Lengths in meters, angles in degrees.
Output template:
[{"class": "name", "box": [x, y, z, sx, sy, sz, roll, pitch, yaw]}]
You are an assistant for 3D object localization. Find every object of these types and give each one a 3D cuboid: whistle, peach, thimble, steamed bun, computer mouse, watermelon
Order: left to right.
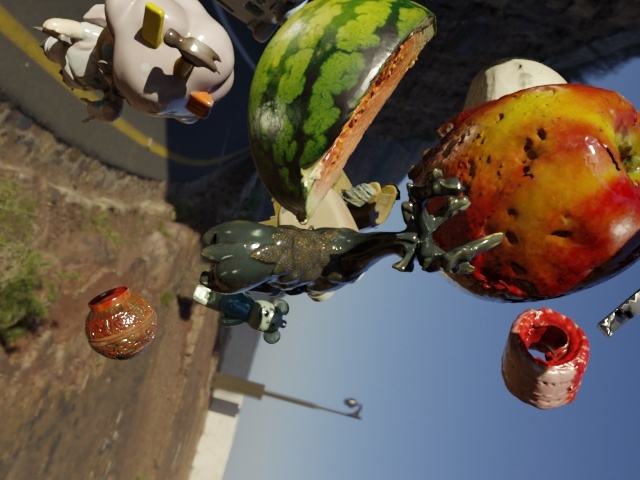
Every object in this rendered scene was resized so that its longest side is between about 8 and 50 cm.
[{"class": "whistle", "box": [-0.189, 0.162, 1.535, 0.077, 0.235, 0.114, 138, -27, -68]}, {"class": "computer mouse", "box": [0.000, 0.000, 1.174, 0.082, 0.145, 0.237, 47, 14, -48]}, {"class": "watermelon", "box": [0.038, -0.179, 0.690, 0.128, 0.159, 0.304, 4, -124, 55]}, {"class": "steamed bun", "box": [0.424, -0.198, 1.373, 0.374, 0.241, 0.375, -171, -90, -89]}, {"class": "peach", "box": [0.335, -0.073, 1.067, 0.353, 0.339, 0.416, -33, -173, -38]}, {"class": "thimble", "box": [0.461, 0.244, 1.324, 0.190, 0.162, 0.125, -69, 162, -49]}]

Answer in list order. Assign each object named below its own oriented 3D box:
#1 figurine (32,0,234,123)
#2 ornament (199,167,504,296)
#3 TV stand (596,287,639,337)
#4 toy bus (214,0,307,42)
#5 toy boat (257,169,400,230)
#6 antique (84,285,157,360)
[{"class": "figurine", "box": [-0.157, -0.162, 0.573, 0.112, 0.228, 0.137, -56, 140, -35]}, {"class": "ornament", "box": [0.028, 0.000, 0.555, 0.236, 0.202, 0.080, -13, -104, 50]}, {"class": "TV stand", "box": [0.681, 0.116, 1.346, 0.249, 0.036, 0.042, -37, 163, -8]}, {"class": "toy bus", "box": [-0.096, -0.502, 1.098, 0.232, 0.197, 0.294, -60, -159, -7]}, {"class": "toy boat", "box": [-0.036, -0.065, 1.522, 0.135, 0.445, 0.162, -2, 78, -59]}, {"class": "antique", "box": [-0.279, 0.120, 0.903, 0.104, 0.103, 0.104, -164, -90, -88]}]
